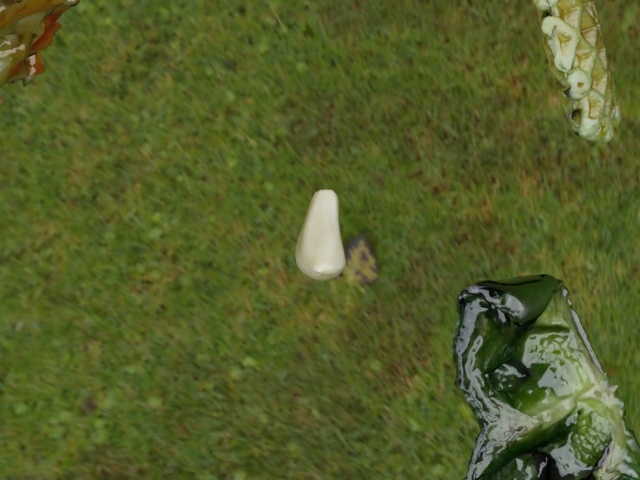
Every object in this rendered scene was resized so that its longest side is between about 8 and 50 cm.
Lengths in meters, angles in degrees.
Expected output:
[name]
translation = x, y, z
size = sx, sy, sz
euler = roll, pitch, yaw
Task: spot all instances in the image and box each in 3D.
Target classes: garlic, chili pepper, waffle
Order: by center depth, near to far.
[garlic]
translation = 0.001, 0.000, 1.121
size = 0.041, 0.053, 0.083
euler = 3, 63, -3
[chili pepper]
translation = 0.186, 0.160, 1.162
size = 0.116, 0.148, 0.264
euler = -30, 79, 44
[waffle]
translation = 0.248, -0.198, 1.333
size = 0.054, 0.208, 0.214
euler = -16, 94, 17

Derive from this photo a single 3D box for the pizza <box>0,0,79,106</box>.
[pizza]
translation = -0.160, -0.092, 0.570
size = 0.147, 0.226, 0.069
euler = -19, 84, -28
